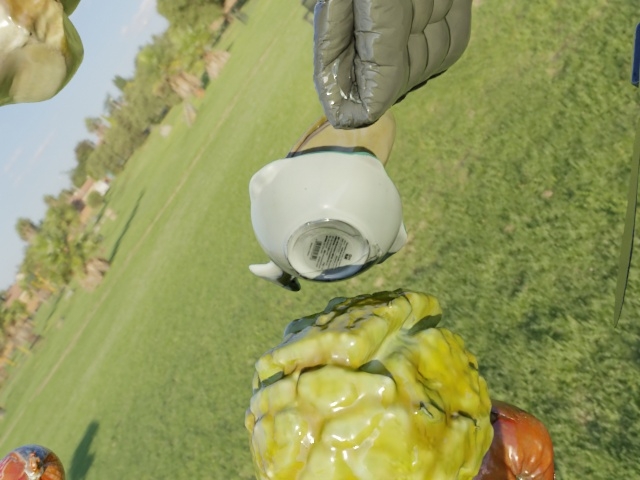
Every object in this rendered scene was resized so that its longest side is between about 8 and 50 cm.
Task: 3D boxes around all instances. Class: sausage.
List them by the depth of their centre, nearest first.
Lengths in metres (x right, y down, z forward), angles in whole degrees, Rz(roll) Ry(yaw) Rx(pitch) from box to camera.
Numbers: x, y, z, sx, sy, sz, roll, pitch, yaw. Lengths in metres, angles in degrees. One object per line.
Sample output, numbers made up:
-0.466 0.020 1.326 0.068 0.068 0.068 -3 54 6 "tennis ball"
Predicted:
-0.301 0.269 0.715 0.071 0.071 0.234 -73 10 -48 "sausage"

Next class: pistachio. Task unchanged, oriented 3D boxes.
0.017 -0.110 1.037 0.226 0.136 0.136 -47 15 -9 "pistachio"

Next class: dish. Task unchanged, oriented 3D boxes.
0.000 0.000 0.910 0.246 0.224 0.078 -51 25 32 "dish"

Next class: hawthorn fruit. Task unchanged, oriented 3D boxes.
0.304 0.432 1.395 0.276 0.276 0.307 -56 14 -7 "hawthorn fruit"

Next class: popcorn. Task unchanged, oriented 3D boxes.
0.044 0.185 0.760 0.247 0.282 0.282 -25 28 27 "popcorn"

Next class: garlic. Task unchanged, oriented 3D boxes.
-0.294 -0.238 0.644 0.203 0.184 0.281 -3 72 67 "garlic"

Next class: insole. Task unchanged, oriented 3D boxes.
0.317 -0.032 0.727 0.086 0.005 0.253 67 -144 -61 "insole"

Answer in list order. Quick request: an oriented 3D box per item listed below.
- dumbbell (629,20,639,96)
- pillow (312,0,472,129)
0.457 -0.225 0.864 0.325 0.144 0.160 -36 -51 -63 "dumbbell"
0.068 -0.285 0.637 0.101 0.326 0.228 11 32 31 "pillow"
